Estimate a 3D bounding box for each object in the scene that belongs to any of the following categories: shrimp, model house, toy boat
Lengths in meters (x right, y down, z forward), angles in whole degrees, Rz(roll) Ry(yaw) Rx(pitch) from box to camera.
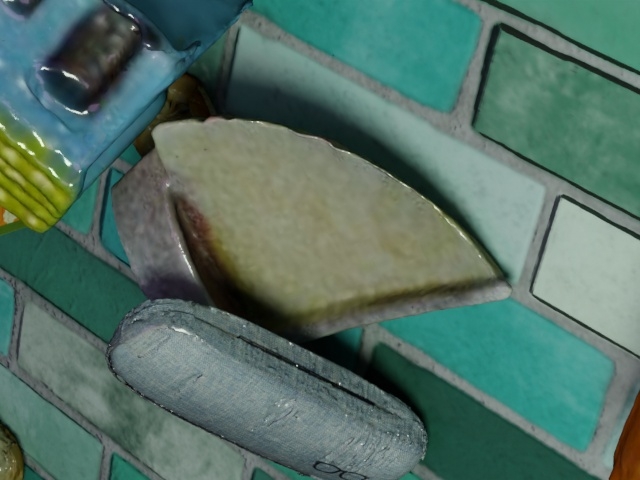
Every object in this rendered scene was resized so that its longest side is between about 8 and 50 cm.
[{"bbox_3d":[-0.111,-0.085,1.383,0.095,0.045,0.162,-50,65,17],"label":"shrimp"},{"bbox_3d":[-0.237,-0.165,1.278,0.237,0.215,0.303,42,126,-6],"label":"model house"},{"bbox_3d":[-0.031,-0.001,1.273,0.276,0.111,0.293,44,128,-10],"label":"toy boat"}]

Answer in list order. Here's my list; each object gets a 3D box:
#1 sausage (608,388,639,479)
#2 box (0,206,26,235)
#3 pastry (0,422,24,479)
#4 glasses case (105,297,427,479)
[{"bbox_3d":[0.284,0.103,1.006,0.141,0.153,0.268,33,124,29],"label":"sausage"},{"bbox_3d":[-0.354,-0.122,1.505,0.177,0.148,0.195,28,122,34],"label":"box"},{"bbox_3d":[-0.384,0.241,1.707,0.153,0.081,0.153,13,113,34],"label":"pastry"},{"bbox_3d":[-0.040,0.126,1.266,0.109,0.282,0.067,-38,34,41],"label":"glasses case"}]
